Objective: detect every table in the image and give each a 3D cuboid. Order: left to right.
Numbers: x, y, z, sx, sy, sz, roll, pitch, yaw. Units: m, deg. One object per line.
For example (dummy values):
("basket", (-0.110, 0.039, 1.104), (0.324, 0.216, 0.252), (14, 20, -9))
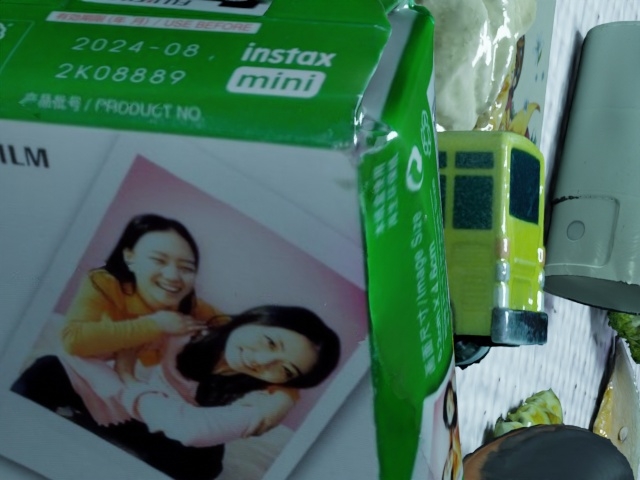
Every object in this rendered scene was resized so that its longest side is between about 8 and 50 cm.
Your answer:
("table", (0.261, -0.058, 1.557), (0.126, 0.126, 0.220), (43, 57, -68))

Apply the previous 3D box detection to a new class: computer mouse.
("computer mouse", (0.125, 0.230, 1.306), (0.323, 0.116, 0.183), (-19, 118, -62))

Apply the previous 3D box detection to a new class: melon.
("melon", (0.298, 0.192, 1.927), (0.098, 0.054, 0.182), (60, 39, -39))

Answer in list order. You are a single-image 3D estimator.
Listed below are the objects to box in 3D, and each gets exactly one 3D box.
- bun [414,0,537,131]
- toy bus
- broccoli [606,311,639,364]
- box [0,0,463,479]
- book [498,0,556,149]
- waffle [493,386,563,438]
("bun", (0.052, -0.091, 0.955), (0.164, 0.111, 0.188), (71, 30, -60))
("toy bus", (0.000, 0.000, 0.755), (0.088, 0.175, 0.101), (9, 83, -72))
("broccoli", (0.404, -0.011, 1.790), (0.304, 0.283, 0.321), (-45, 143, -7))
("box", (-0.040, 0.033, 0.638), (0.103, 0.180, 0.250), (-62, 152, -53))
("book", (0.130, -0.149, 1.302), (0.228, 0.018, 0.322), (-24, 121, -69))
("waffle", (0.169, 0.234, 1.533), (0.223, 0.054, 0.204), (-13, 110, -71))
